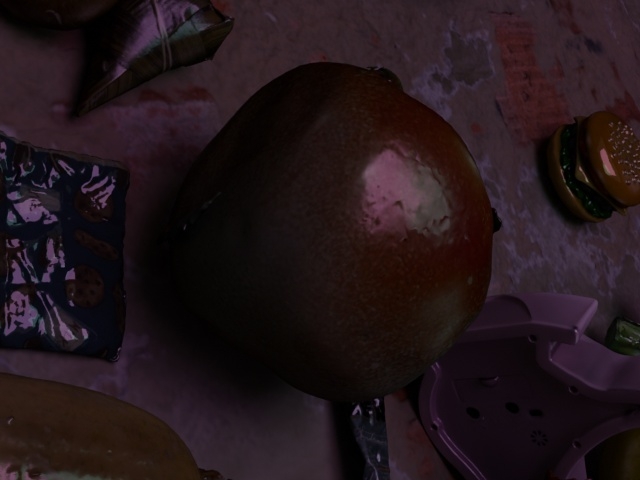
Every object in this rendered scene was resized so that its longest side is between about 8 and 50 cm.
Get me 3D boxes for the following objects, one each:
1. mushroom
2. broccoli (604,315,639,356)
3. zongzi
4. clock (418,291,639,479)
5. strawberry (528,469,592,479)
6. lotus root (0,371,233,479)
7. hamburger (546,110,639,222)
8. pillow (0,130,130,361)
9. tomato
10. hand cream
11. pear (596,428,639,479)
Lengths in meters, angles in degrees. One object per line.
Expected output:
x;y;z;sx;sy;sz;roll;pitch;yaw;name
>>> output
-0.250;-0.272;0.926;0.170;0.080;0.135;43;78;11;mushroom
0.483;0.152;1.430;0.194;0.194;0.219;28;68;-34;broccoli
-0.206;-0.230;0.982;0.184;0.084;0.187;-34;88;-29;zongzi
0.252;0.187;1.091;0.080;0.290;0.275;-38;107;-48;clock
0.153;0.330;0.998;0.306;0.233;0.137;-16;56;-42;strawberry
-0.189;0.189;0.743;0.343;0.151;0.169;18;61;-36;lotus root
0.403;-0.106;1.492;0.162;0.115;0.162;22;58;-39;hamburger
-0.267;-0.006;0.844;0.256;0.034;0.188;17;63;-41;pillow
0.000;0.000;0.919;0.239;0.303;0.303;-44;105;-30;tomato
0.046;0.245;1.041;0.075;0.052;0.247;39;38;-57;hand cream
0.514;0.342;1.228;0.418;0.362;0.362;36;50;-25;pear
